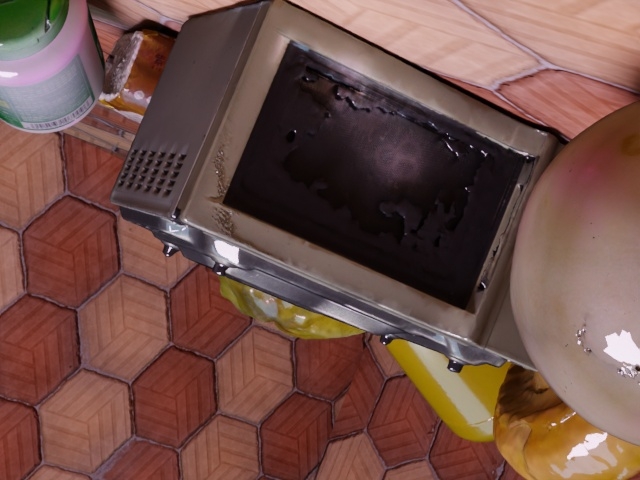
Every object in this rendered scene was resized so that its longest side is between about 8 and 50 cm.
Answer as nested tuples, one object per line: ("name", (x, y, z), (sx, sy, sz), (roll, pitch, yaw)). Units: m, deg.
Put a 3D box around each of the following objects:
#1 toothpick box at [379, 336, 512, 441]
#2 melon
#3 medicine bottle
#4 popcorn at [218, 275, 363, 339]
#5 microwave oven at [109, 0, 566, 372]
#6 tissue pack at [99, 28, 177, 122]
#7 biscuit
("toothpick box", (0.151, 0.086, 1.607), (0.271, 0.175, 0.175), (50, 164, -23))
("melon", (0.229, 0.021, 0.866), (0.223, 0.223, 0.317), (22, 175, -1))
("medicine bottle", (-0.276, -0.192, 1.300), (0.133, 0.133, 0.274), (22, 171, -1))
("popcorn", (0.000, 0.004, 1.748), (0.276, 0.225, 0.276), (34, 160, 14))
("microwave oven", (0.027, -0.035, 1.243), (0.355, 0.218, 0.286), (23, 175, -23))
("tissue pack", (-0.119, -0.143, 1.487), (0.226, 0.092, 0.183), (24, 175, -19))
("biscuit", (0.263, 0.091, 1.226), (0.102, 0.296, 0.296), (42, 172, -11))
